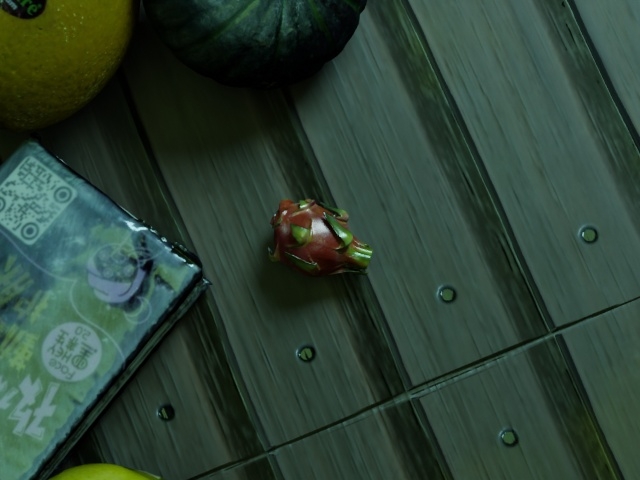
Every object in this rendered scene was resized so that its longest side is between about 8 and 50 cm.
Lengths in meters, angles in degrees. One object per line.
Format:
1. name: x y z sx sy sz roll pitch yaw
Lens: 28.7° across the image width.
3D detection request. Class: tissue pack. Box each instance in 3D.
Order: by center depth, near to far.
1. tissue pack: -0.324 0.097 1.317 0.259 0.122 0.361 36 80 10

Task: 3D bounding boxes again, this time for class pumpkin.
1. pumpkin: -0.075 -0.282 1.323 0.216 0.250 0.250 24 83 49

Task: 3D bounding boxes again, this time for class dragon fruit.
1. dragon fruit: 0.001 0.001 1.342 0.116 0.086 0.081 25 71 -7

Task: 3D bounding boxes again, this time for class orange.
1. orange: -0.323 -0.252 1.314 0.274 0.274 0.274 -1 82 5

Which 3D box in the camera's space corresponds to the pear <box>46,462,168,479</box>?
1. pear: -0.230 0.383 1.222 0.285 0.285 0.336 46 111 9
